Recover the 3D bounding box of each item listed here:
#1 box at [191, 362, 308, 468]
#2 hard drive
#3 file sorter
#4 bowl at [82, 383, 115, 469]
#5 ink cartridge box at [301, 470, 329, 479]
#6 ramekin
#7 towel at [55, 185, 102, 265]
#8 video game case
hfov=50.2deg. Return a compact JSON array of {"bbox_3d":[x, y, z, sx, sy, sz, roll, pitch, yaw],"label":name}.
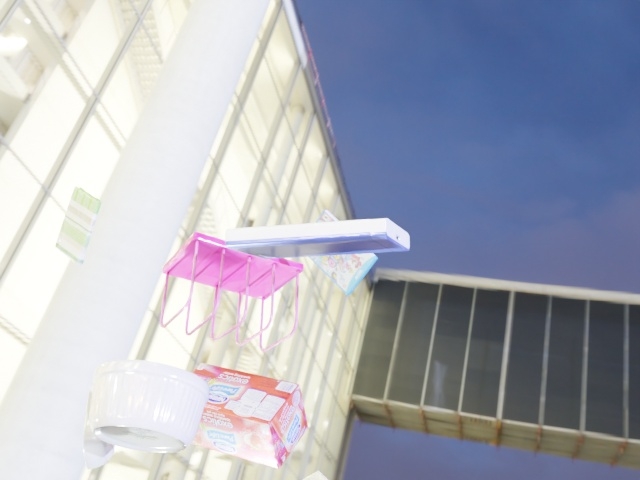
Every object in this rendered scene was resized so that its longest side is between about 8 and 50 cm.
[{"bbox_3d":[-0.170,0.356,1.409,0.256,0.128,0.123,6,-60,27],"label":"box"},{"bbox_3d":[0.000,0.000,1.365,0.318,0.040,0.210,-3,-9,19],"label":"hard drive"},{"bbox_3d":[-0.216,0.138,1.642,0.290,0.182,0.202,18,-35,-28],"label":"file sorter"},{"bbox_3d":[-0.446,0.378,1.392,0.053,0.142,0.142,0,-44,-11],"label":"bowl"},{"bbox_3d":[0.038,0.755,1.756,0.211,0.121,0.289,67,-18,-10],"label":"ink cartridge box"},{"bbox_3d":[-0.307,0.299,1.207,0.207,0.109,0.207,5,-32,3],"label":"ramekin"},{"bbox_3d":[-0.534,-0.033,1.517,0.113,0.152,0.023,28,10,37],"label":"towel"},{"bbox_3d":[0.038,0.027,1.555,0.166,0.015,0.119,44,-62,16],"label":"video game case"}]
